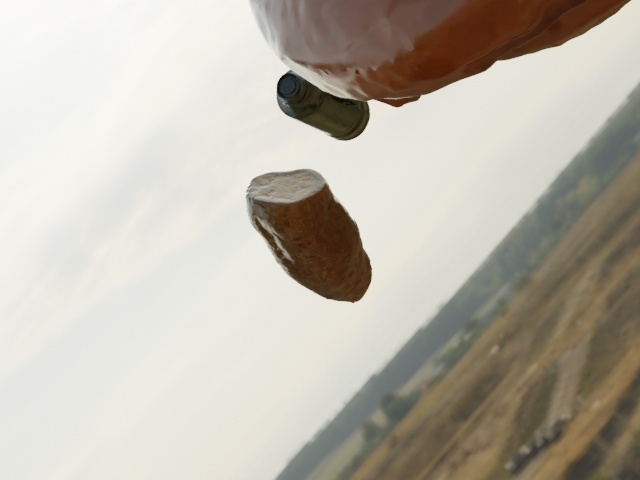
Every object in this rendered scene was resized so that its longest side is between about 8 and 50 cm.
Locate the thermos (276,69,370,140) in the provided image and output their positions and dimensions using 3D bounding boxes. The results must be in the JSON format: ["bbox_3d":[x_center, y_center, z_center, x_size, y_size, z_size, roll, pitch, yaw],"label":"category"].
[{"bbox_3d":[0.000,-0.180,1.725,0.073,0.083,0.188,-56,-24,9],"label":"thermos"}]

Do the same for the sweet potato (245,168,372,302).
[{"bbox_3d":[0.000,0.000,1.364,0.097,0.097,0.251,-48,-36,-5],"label":"sweet potato"}]

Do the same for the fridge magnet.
[{"bbox_3d":[0.087,-0.236,0.648,0.363,0.155,0.363,-34,45,43],"label":"fridge magnet"}]
